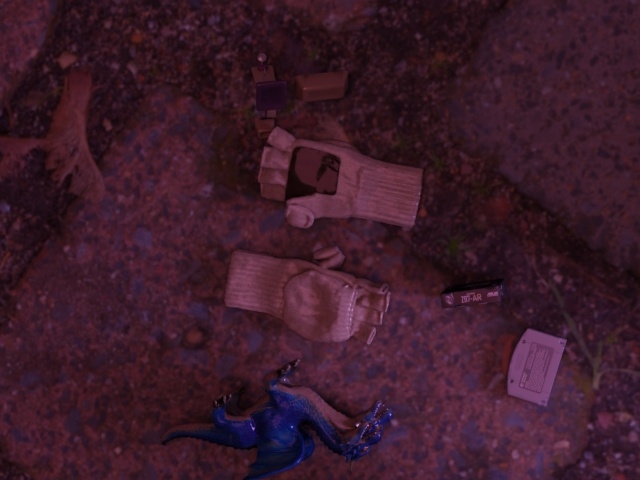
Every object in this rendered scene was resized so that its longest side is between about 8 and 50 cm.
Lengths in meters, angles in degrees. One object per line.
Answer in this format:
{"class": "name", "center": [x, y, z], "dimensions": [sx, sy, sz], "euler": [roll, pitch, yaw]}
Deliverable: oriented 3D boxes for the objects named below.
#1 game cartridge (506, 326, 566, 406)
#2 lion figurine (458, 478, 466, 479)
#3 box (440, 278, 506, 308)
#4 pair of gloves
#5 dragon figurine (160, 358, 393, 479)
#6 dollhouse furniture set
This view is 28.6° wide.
{"class": "game cartridge", "center": [0.248, 0.146, 1.463], "dimensions": [0.056, 0.017, 0.083], "euler": [17, 97, 8]}
{"class": "lion figurine", "center": [0.225, 0.471, 1.441], "dimensions": [0.392, 0.142, 0.240], "euler": [44, 94, -7]}
{"class": "box", "center": [0.176, 0.061, 1.440], "dimensions": [0.067, 0.083, 0.018], "euler": [-9, 92, 14]}
{"class": "pair of gloves", "center": [0.000, 0.000, 1.500], "dimensions": [0.204, 0.042, 0.240], "euler": [19, 98, 11]}
{"class": "dragon figurine", "center": [-0.060, 0.237, 1.503], "dimensions": [0.289, 0.085, 0.144], "euler": [-26, 87, 12]}
{"class": "dollhouse furniture set", "center": [-0.028, -0.185, 1.513], "dimensions": [0.114, 0.091, 0.081], "euler": [-7, 49, -8]}
